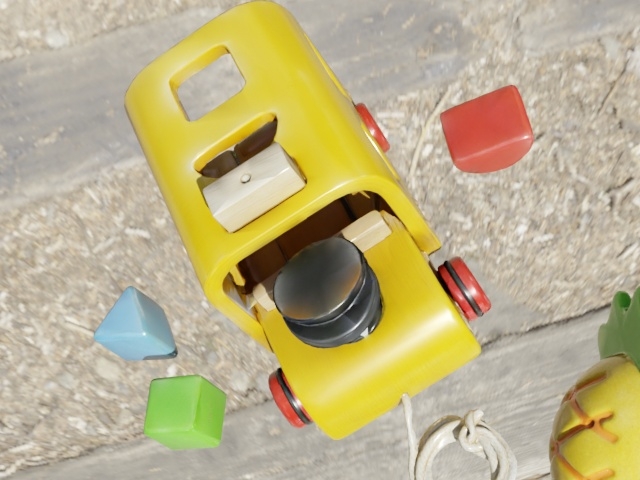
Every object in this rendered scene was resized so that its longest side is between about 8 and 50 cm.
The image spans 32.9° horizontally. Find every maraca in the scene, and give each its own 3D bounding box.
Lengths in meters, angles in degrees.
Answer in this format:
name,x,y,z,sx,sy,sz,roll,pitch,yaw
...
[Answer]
name,x,y,z,sx,sy,sz,roll,pitch,yaw
maraca,0.207,0.124,0.731,0.099,0.127,0.185,6,81,-8

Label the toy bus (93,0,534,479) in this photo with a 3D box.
name,x,y,z,sx,sy,sz,roll,pitch,yaw
toy bus,-0.009,-0.006,0.451,0.202,0.104,0.190,7,68,29
